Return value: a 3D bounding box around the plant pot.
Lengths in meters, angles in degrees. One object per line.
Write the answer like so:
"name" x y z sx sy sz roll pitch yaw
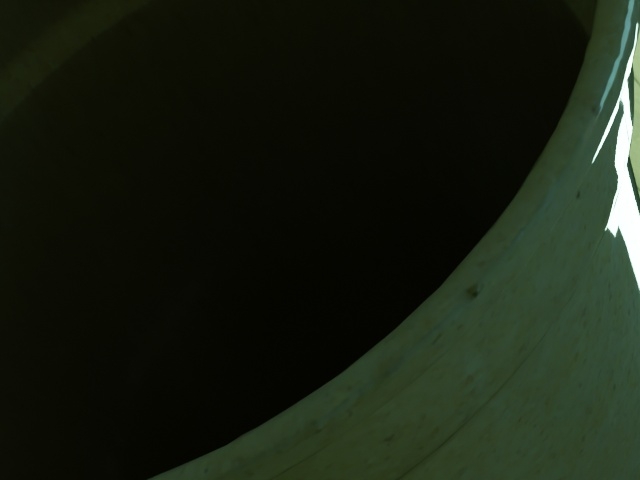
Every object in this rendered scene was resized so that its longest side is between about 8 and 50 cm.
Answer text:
"plant pot" 0.001 0.042 0.651 0.305 0.333 0.334 56 5 -43
